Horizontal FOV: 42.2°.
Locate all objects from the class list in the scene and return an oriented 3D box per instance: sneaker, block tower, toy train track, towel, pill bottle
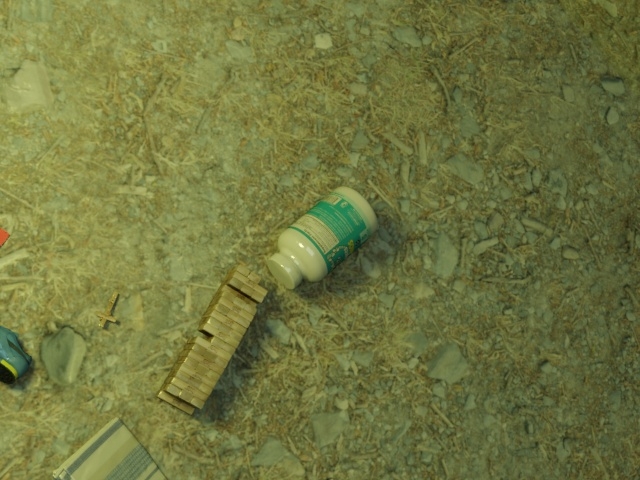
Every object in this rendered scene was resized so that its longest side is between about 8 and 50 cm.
[{"bbox_3d":[-0.673,0.195,1.683,0.209,0.069,0.082,52,38,-19],"label":"sneaker"},{"bbox_3d":[-0.236,0.220,1.850,0.091,0.097,0.335,33,72,-13],"label":"block tower"},{"bbox_3d":[-0.463,0.151,1.812,0.048,0.014,0.083,23,67,-10],"label":"toy train track"},{"bbox_3d":[-0.403,0.528,1.717,0.285,0.034,0.209,55,34,-7],"label":"towel"},{"bbox_3d":[0.000,0.000,1.955,0.264,0.146,0.146,-40,97,-22],"label":"pill bottle"}]

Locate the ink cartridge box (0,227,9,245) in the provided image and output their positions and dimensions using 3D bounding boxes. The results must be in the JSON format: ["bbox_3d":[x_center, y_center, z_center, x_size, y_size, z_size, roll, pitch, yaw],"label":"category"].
[{"bbox_3d":[-0.781,0.022,1.680,0.189,0.066,0.232,38,74,-12],"label":"ink cartridge box"}]
